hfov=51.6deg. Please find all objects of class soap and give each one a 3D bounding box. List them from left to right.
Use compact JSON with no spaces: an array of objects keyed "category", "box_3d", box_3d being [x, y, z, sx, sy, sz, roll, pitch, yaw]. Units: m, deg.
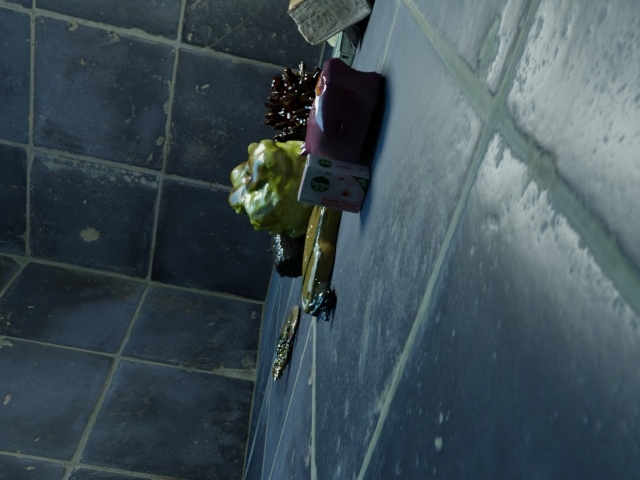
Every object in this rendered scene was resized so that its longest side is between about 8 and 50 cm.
[{"category":"soap","box_3d":[0.040,-0.267,1.379,0.325,0.127,0.220,-92,17,-80]}]

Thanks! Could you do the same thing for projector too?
[{"category":"projector","box_3d":[0.074,-0.595,2.052,0.115,0.061,0.147,109,171,-60]}]

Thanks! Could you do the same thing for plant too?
[{"category":"plant","box_3d":[-0.100,0.014,2.129,0.131,0.143,0.203,96,175,-57]}]

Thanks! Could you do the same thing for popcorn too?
[{"category":"popcorn","box_3d":[-0.113,-0.168,1.997,0.312,0.312,0.312,-169,90,-84]}]

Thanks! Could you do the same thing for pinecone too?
[{"category":"pinecone","box_3d":[-0.073,-0.469,2.301,0.298,0.242,0.295,-79,-1,-88]}]

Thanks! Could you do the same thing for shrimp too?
[{"category":"shrimp","box_3d":[-0.105,0.312,2.052,0.143,0.052,0.251,118,164,-60]}]

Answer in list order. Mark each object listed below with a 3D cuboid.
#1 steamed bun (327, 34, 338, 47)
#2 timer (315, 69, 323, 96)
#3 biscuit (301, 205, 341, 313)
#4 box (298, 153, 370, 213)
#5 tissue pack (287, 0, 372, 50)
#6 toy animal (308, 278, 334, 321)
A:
[{"category":"steamed bun","box_3d":[0.063,-0.702,2.195,0.130,0.091,0.112,-85,10,-48]},{"category":"timer","box_3d":[0.038,-0.460,1.936,0.136,0.099,0.136,179,90,-81]},{"category":"biscuit","box_3d":[-0.002,0.000,1.649,0.343,0.057,0.287,-86,9,-49]},{"category":"box","box_3d":[0.026,-0.108,1.273,0.043,0.125,0.089,-86,9,-51]},{"category":"tissue pack","box_3d":[0.058,-0.704,1.903,0.238,0.239,0.305,108,171,-47]},{"category":"toy animal","box_3d":[0.005,0.122,1.423,0.135,0.047,0.065,-103,30,-79]}]
